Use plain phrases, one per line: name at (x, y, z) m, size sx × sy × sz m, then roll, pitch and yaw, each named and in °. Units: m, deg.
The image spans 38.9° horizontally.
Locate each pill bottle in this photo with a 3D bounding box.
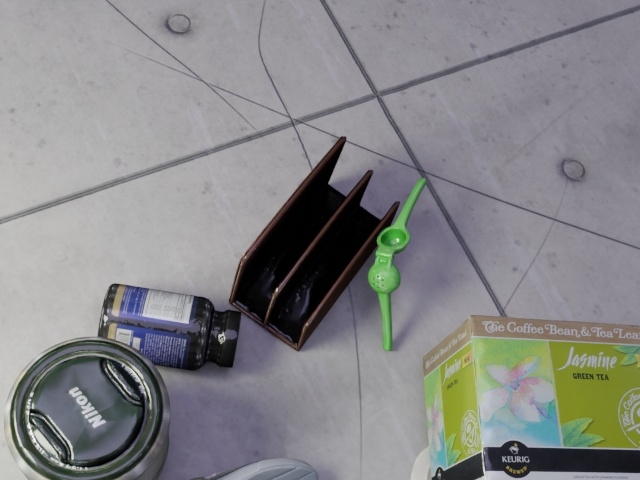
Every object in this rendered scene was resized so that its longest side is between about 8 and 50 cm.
pill bottle at (-0.244, 0.145, 1.476) m, size 0.219 × 0.123 × 0.123 m, roll 10°, pitch 64°, yaw -6°

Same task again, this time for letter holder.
letter holder at (0.000, 0.000, 1.535) m, size 0.152 × 0.214 × 0.302 m, roll 35°, pitch 64°, yaw 7°

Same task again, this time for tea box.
tea box at (0.360, 0.309, 1.439) m, size 0.329 × 0.220 × 0.323 m, roll 4°, pitch 64°, yaw -14°

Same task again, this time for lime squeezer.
lime squeezer at (0.132, 0.031, 1.546) m, size 0.110 × 0.059 × 0.310 m, roll 19°, pitch 80°, yaw -45°

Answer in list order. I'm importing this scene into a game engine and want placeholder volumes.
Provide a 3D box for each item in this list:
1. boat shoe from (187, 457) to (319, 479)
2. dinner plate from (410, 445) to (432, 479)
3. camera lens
boat shoe at (-0.146, 0.389, 1.385) m, size 0.302 × 0.094 × 0.109 m, roll -7°, pitch 104°, yaw -32°
dinner plate at (0.218, 0.399, 1.497) m, size 0.141 × 0.017 × 0.141 m, roll 3°, pitch 65°, yaw -7°
camera lens at (-0.330, 0.277, 1.314) m, size 0.219 × 0.274 × 0.219 m, roll 4°, pitch 64°, yaw -8°
